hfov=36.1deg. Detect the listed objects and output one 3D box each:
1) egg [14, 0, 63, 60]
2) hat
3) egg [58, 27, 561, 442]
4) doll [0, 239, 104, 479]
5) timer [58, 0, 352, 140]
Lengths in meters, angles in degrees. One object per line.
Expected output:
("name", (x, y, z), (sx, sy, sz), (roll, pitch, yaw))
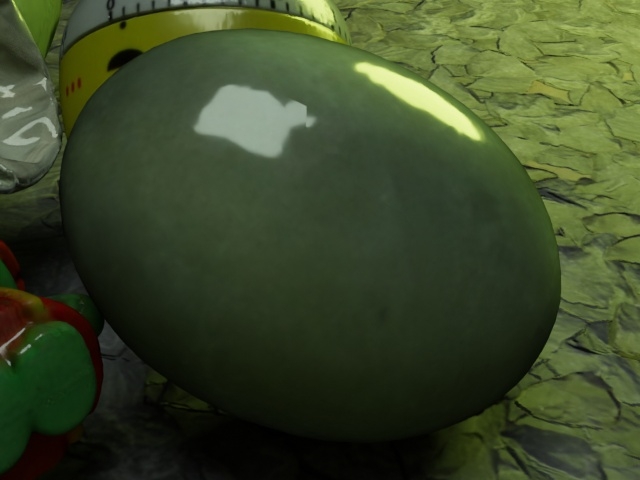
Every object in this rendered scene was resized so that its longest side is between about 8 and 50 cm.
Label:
("egg", (-0.437, -0.258, 0.981), (0.345, 0.345, 0.427), (0, 51, -2))
("hat", (-0.340, -0.111, 0.780), (0.226, 0.164, 0.219), (-16, 79, -2))
("egg", (0.000, 0.000, 0.658), (0.352, 0.258, 0.258), (29, 28, -21))
("doll", (-0.299, 0.057, 0.677), (0.363, 0.160, 0.183), (24, 47, 34))
("timer", (-0.093, -0.083, 0.854), (0.285, 0.285, 0.285), (1, 34, 0))
